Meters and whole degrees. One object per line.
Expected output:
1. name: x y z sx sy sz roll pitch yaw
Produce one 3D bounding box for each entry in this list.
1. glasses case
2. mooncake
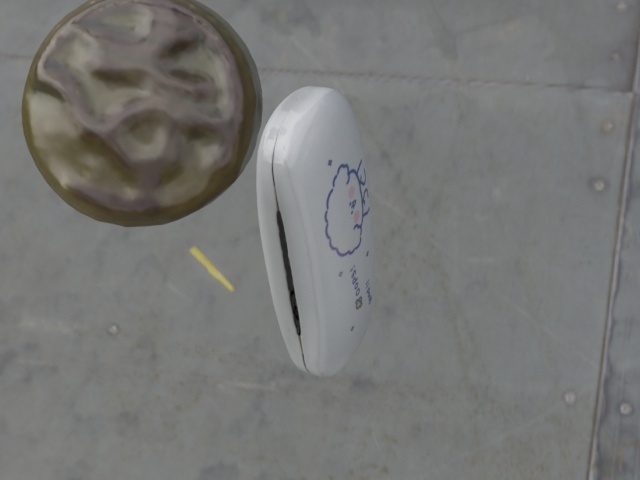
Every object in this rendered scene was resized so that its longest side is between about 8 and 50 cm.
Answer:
1. glasses case: 0.000 0.000 0.593 0.049 0.197 0.076 15 42 27
2. mooncake: -0.210 -0.157 1.162 0.284 0.155 0.285 0 100 3
